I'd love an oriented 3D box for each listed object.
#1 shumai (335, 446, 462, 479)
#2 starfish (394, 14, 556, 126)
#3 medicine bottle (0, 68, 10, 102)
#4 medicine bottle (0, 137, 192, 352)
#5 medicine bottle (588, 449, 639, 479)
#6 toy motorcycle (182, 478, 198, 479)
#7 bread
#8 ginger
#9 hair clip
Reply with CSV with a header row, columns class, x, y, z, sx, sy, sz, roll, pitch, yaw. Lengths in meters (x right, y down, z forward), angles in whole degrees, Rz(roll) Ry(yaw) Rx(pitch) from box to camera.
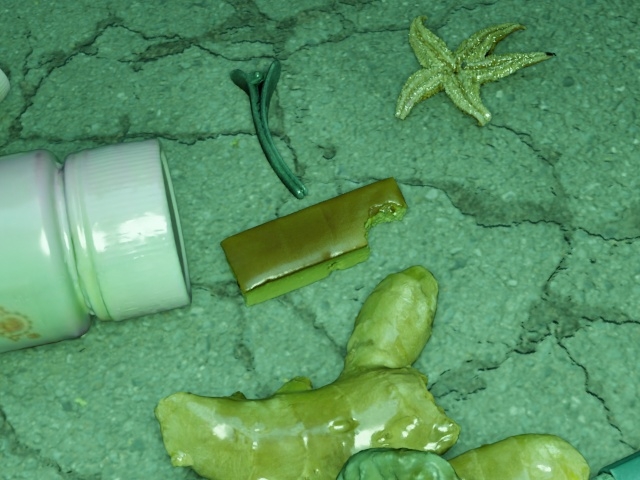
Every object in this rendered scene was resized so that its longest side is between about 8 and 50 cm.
class,x,y,z,sx,sy,sz,roll,pitch,yaw
shumai,0.158,0.327,1.011,0.264,0.309,0.304,3,58,-24
starfish,0.185,-0.230,1.555,0.227,0.043,0.240,-20,49,-12
medicine bottle,-0.486,-0.144,1.508,0.122,0.121,0.212,19,57,20
medicine bottle,-0.350,0.014,1.309,0.389,0.219,0.219,-12,52,-3
medicine bottle,0.367,0.227,1.150,0.258,0.124,0.079,-25,57,2
toy motorcycle,-0.172,0.345,1.074,0.260,0.110,0.171,-43,51,13
bread,0.000,0.000,1.392,0.226,0.049,0.088,-20,53,-11
ginger,0.043,0.212,1.187,0.348,0.122,0.363,-28,54,-9
hair clip,-0.062,-0.138,1.520,0.070,0.039,0.229,-13,57,-4
